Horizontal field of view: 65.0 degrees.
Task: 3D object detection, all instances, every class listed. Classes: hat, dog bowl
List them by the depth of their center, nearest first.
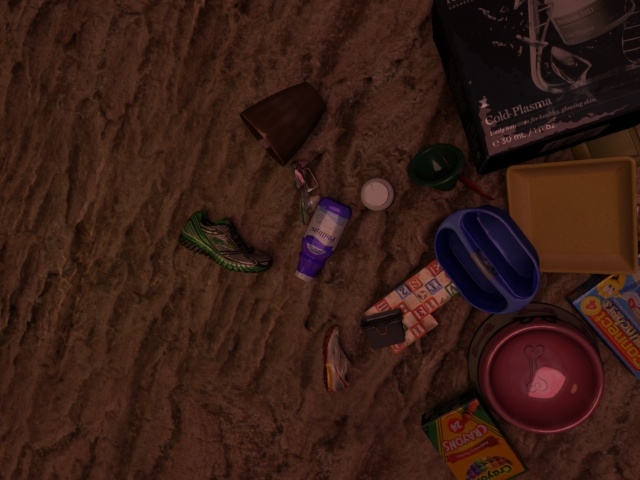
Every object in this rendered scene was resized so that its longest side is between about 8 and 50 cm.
[{"bbox_3d":[0.669,0.404,1.548,0.408,0.150,0.407,1,95,11],"label":"dog bowl"},{"bbox_3d":[0.404,-0.183,1.610,0.173,0.183,0.208,-40,44,1],"label":"hat"}]

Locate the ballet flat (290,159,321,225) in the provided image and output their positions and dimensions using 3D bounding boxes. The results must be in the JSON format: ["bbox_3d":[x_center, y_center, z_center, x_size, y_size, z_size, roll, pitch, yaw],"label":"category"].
[{"bbox_3d":[-0.043,-0.164,1.674,0.079,0.077,0.221,-12,89,4],"label":"ballet flat"}]

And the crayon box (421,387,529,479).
[{"bbox_3d":[0.488,0.651,1.572,0.202,0.081,0.318,-35,91,16],"label":"crayon box"}]

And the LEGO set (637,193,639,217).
[{"bbox_3d":[0.903,-0.086,1.471,0.287,0.132,0.107,20,104,31],"label":"LEGO set"}]

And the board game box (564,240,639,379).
[{"bbox_3d":[0.968,0.202,1.506,0.302,0.086,0.308,-41,87,11],"label":"board game box"}]

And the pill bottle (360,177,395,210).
[{"bbox_3d":[0.180,-0.144,1.574,0.103,0.184,0.103,1,95,11],"label":"pill bottle"}]

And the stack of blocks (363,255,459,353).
[{"bbox_3d":[0.311,0.207,1.628,0.297,0.087,0.171,-39,87,11],"label":"stack of blocks"}]

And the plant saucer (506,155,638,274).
[{"bbox_3d":[0.734,-0.073,1.468,0.333,0.081,0.332,0,106,36],"label":"plant saucer"}]

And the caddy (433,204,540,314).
[{"bbox_3d":[0.498,0.054,1.501,0.241,0.179,0.341,-39,84,33],"label":"caddy"}]

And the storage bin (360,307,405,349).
[{"bbox_3d":[0.203,0.282,1.567,0.135,0.098,0.091,-18,102,12],"label":"storage bin"}]

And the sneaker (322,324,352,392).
[{"bbox_3d":[0.057,0.398,1.705,0.093,0.088,0.225,-3,95,-10],"label":"sneaker"}]

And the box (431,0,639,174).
[{"bbox_3d":[0.610,-0.493,1.390,0.480,0.297,0.471,-18,83,12],"label":"box"}]

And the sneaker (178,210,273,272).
[{"bbox_3d":[-0.316,0.008,1.706,0.344,0.134,0.146,25,98,8],"label":"sneaker"}]

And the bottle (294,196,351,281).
[{"bbox_3d":[0.000,0.000,1.666,0.118,0.092,0.282,26,99,4],"label":"bottle"}]

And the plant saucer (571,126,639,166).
[{"bbox_3d":[0.864,-0.285,1.506,0.189,0.045,0.188,-23,90,11],"label":"plant saucer"}]

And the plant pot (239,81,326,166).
[{"bbox_3d":[-0.101,-0.393,1.611,0.230,0.215,0.215,-41,87,-3],"label":"plant pot"}]
